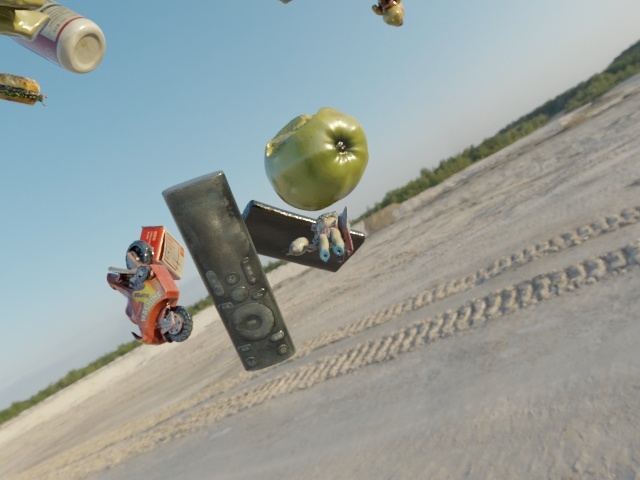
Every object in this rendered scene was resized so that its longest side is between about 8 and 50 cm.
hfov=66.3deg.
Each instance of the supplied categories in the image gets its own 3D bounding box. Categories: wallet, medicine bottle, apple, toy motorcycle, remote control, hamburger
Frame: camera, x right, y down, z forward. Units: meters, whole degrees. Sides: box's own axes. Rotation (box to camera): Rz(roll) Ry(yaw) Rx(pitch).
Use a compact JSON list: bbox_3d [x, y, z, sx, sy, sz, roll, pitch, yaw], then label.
[{"bbox_3d":[-0.079,-0.005,1.623,0.406,0.062,0.228,15,-43,-23],"label":"wallet"},{"bbox_3d":[-0.645,-0.500,1.158,0.131,0.250,0.131,-58,-9,-15],"label":"medicine bottle"},{"bbox_3d":[-0.010,-0.206,1.260,0.279,0.279,0.279,-29,-1,0],"label":"apple"},{"bbox_3d":[-0.408,0.139,1.162,0.171,0.298,0.089,-51,-28,23],"label":"toy motorcycle"},{"bbox_3d":[-0.150,0.068,0.861,0.107,0.377,0.044,-18,24,2],"label":"remote control"},{"bbox_3d":[-1.035,-0.513,1.659,0.189,0.093,0.164,10,7,1],"label":"hamburger"}]

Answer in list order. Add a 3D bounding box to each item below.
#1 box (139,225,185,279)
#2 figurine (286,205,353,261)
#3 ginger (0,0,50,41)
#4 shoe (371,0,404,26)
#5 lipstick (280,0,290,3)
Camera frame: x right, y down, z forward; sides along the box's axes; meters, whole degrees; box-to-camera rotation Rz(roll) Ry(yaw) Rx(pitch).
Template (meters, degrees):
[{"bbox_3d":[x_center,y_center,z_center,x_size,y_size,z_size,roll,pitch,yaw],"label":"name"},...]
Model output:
[{"bbox_3d":[-0.538,0.047,1.669,0.099,0.133,0.182,-3,-27,8],"label":"box"},{"bbox_3d":[0.012,0.007,1.323,0.205,0.103,0.260,-32,18,9],"label":"figurine"},{"bbox_3d":[-0.477,-0.359,0.647,0.358,0.211,0.413,-22,30,-3],"label":"ginger"},{"bbox_3d":[0.157,-0.562,1.163,0.072,0.109,0.069,0,23,23],"label":"shoe"},{"bbox_3d":[-0.002,-0.724,1.270,0.080,0.076,0.371,21,-11,-39],"label":"lipstick"}]
